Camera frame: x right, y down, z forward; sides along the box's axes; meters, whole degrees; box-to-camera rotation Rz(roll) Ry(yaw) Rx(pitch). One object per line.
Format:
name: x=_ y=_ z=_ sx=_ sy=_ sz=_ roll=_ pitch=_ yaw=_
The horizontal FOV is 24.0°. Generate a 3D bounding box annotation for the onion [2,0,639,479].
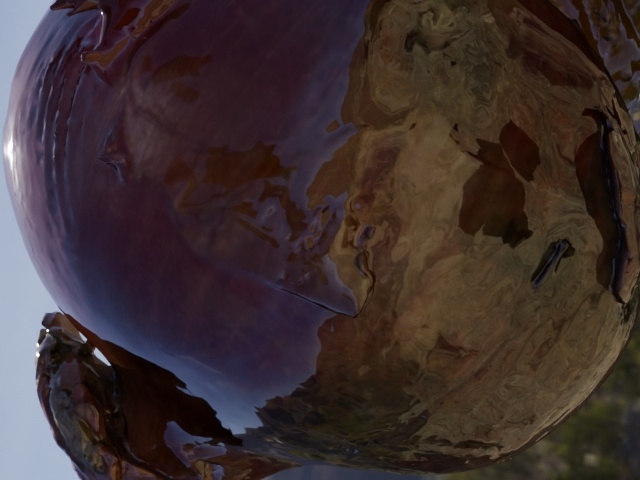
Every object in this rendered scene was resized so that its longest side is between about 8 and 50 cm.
onion: x=0.005 y=-0.033 z=0.745 sx=0.353 sy=0.353 sz=0.354 roll=11 pitch=-90 yaw=-88

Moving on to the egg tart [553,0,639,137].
egg tart: x=0.132 y=-0.230 z=0.906 sx=0.169 sy=0.388 sz=0.388 roll=-34 pitch=-25 yaw=-25
